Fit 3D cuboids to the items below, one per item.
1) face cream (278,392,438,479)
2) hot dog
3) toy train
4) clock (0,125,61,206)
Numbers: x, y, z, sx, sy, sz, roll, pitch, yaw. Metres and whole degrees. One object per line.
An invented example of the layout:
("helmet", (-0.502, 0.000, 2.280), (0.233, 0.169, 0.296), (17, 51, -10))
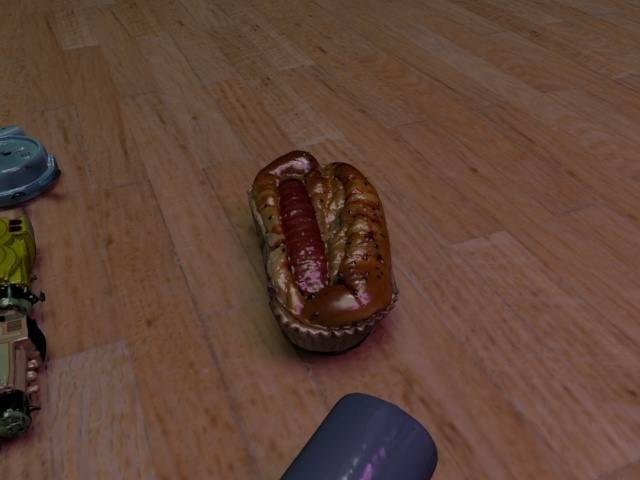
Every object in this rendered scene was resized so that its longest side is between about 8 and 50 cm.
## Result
("face cream", (-0.063, 0.224, 0.248), (0.135, 0.086, 0.385), (21, 47, 27))
("hot dog", (0.000, 0.000, 0.550), (0.131, 0.069, 0.253), (-4, 38, -5))
("toy train", (-0.266, 0.063, 0.489), (0.085, 0.053, 0.250), (-9, 38, -19))
("clock", (-0.349, -0.078, 0.685), (0.147, 0.045, 0.108), (25, 46, 31))
